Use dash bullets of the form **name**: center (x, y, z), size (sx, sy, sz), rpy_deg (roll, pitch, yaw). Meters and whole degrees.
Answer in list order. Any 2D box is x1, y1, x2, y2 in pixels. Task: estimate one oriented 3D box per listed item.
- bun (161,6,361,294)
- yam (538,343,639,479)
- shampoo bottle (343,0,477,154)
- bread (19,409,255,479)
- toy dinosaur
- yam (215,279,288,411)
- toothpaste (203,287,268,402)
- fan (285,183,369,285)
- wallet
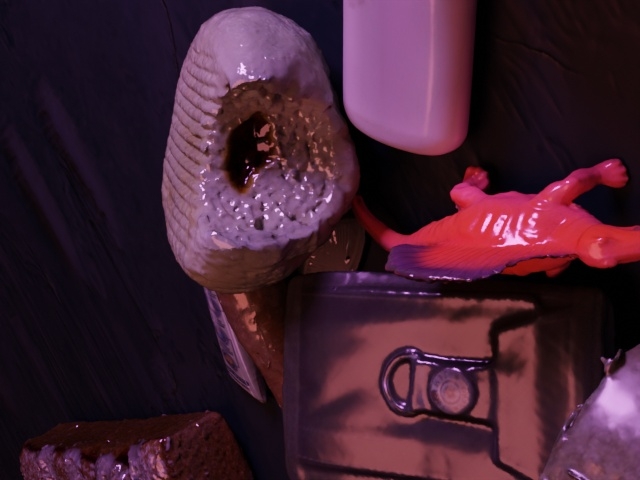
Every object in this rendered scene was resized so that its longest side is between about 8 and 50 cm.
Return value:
- **bun**: center (-0.042, -0.064, 0.828), size (0.204, 0.126, 0.213), rpy_deg (-114, 34, -47)
- **yam**: center (0.282, 0.168, 0.562), size (0.300, 0.195, 0.195), rpy_deg (26, 129, 39)
- **shampoo bottle**: center (0.058, -0.170, 0.727), size (0.108, 0.051, 0.221), rpy_deg (29, 132, 39)
- **bread**: center (-0.223, 0.293, 1.280), size (0.416, 0.113, 0.165), rpy_deg (-16, 97, 53)
- **toy dinosaur**: center (0.083, 0.004, 0.725), size (0.286, 0.139, 0.070), rpy_deg (2, 115, 46)
- **yam**: center (-0.018, 0.128, 0.974), size (0.066, 0.066, 0.300), rpy_deg (-12, 108, 51)
- **toothpaste**: center (-0.088, 0.055, 1.032), size (0.062, 0.039, 0.239), rpy_deg (29, 139, 43)
- **fan**: center (-0.006, -0.032, 0.918), size (0.294, 0.012, 0.223), rpy_deg (29, 130, 36)
- **wallet**: center (0.077, 0.107, 0.749), size (0.245, 0.052, 0.169), rpy_deg (2, 97, 30)
